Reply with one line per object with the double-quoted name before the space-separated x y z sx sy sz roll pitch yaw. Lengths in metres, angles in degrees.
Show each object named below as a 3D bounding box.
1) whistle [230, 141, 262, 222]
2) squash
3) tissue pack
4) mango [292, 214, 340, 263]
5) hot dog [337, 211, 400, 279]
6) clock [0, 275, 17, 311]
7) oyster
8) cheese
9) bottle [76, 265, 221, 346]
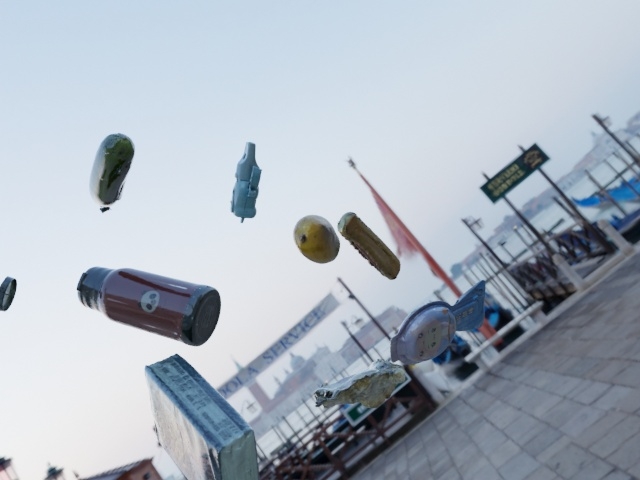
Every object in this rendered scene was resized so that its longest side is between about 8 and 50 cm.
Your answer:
"whistle" -0.246 -0.190 1.842 0.186 0.093 0.274 -132 49 -67
"squash" -0.496 -0.145 1.299 0.087 0.087 0.331 -31 -5 -35
"tissue pack" -0.242 0.402 1.137 0.103 0.316 0.228 -20 -59 -35
"mango" 0.000 0.000 1.160 0.066 0.101 0.187 -15 -18 21
"hot dog" 0.141 0.019 1.596 0.068 0.289 0.083 -7 51 41
"clock" -0.737 0.126 1.300 0.085 0.017 0.085 -166 90 -78
"oyster" 0.078 0.269 1.005 0.163 0.081 0.191 -13 -20 -38
"cheese" 0.232 0.167 1.080 0.245 0.052 0.135 -21 -57 -25
"bottle" -0.413 0.139 1.307 0.144 0.336 0.144 13 -90 -76
